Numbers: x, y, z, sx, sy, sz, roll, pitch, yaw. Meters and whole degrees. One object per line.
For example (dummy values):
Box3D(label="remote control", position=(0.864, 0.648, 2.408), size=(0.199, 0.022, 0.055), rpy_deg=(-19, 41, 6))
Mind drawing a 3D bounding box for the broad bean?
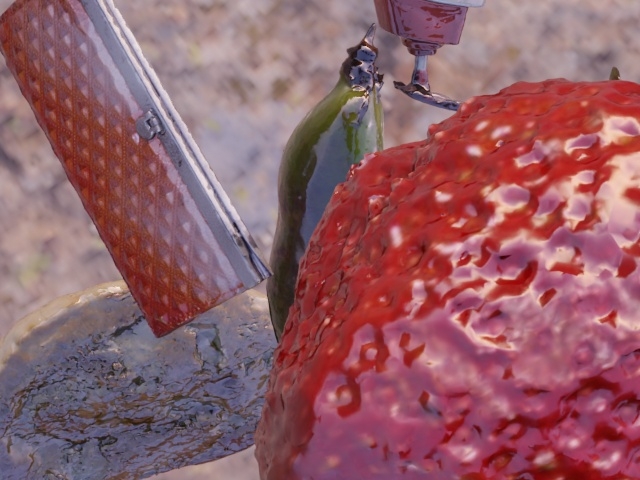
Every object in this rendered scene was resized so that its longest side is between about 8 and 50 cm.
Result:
Box3D(label="broad bean", position=(0.000, 0.000, 1.471), size=(0.061, 0.077, 0.339), rpy_deg=(-49, 151, -59))

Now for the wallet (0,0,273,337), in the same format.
Box3D(label="wallet", position=(-0.105, -0.049, 1.052), size=(0.020, 0.196, 0.103), rpy_deg=(-30, -179, -40))

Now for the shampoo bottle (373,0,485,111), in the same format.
Box3D(label="shampoo bottle", position=(0.094, -0.236, 1.570), size=(0.153, 0.071, 0.284), rpy_deg=(-7, 116, -29))

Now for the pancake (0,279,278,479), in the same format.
Box3D(label="pancake", position=(-0.177, 0.146, 1.982), size=(0.356, 0.065, 0.356), rpy_deg=(-12, 144, -9))

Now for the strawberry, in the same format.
Box3D(label="strawberry", position=(0.088, 0.059, 0.987), size=(0.277, 0.257, 0.257), rpy_deg=(-26, 132, -16))
